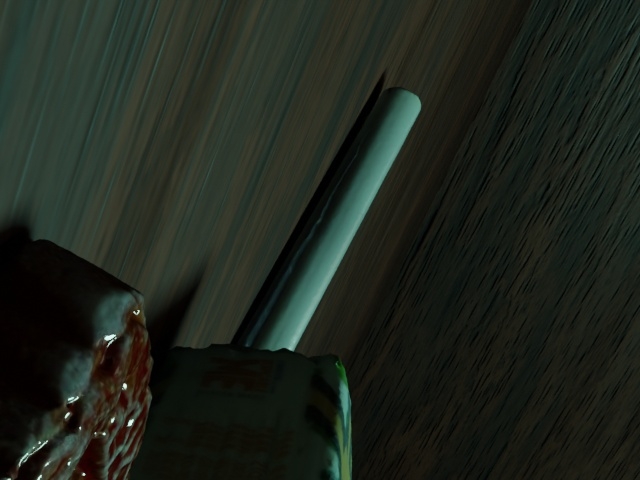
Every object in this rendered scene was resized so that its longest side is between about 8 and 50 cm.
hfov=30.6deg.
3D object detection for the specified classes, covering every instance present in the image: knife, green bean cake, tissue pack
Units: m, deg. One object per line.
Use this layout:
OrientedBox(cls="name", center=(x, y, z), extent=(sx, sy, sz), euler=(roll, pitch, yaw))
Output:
OrientedBox(cls="knife", center=(0.001, -0.001, 0.912), extent=(0.265, 0.041, 0.073), euler=(-61, -176, -9))
OrientedBox(cls="green bean cake", center=(-0.105, 0.084, 0.372), extent=(0.135, 0.056, 0.135), euler=(-57, 173, -37))
OrientedBox(cls="tissue pack", center=(-0.051, 0.212, 0.550), extent=(0.311, 0.128, 0.227), euler=(-76, 169, -69))
